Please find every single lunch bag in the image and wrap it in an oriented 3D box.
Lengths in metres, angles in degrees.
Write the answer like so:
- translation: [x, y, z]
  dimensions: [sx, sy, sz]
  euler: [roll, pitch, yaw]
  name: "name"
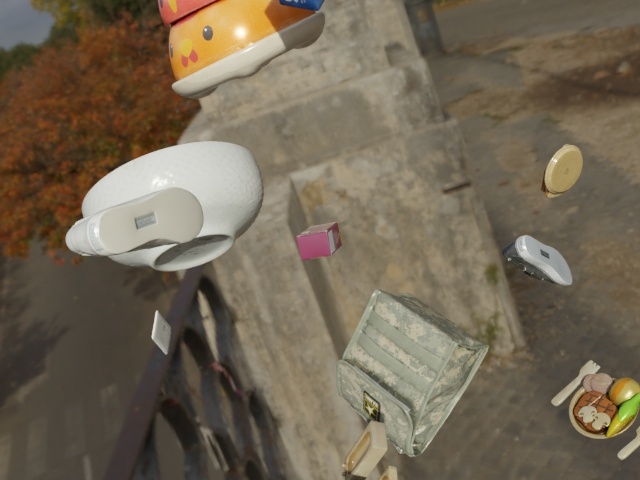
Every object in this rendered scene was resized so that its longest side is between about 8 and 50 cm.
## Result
- translation: [0.170, 0.281, 1.740]
  dimensions: [0.235, 0.287, 0.169]
  euler: [35, 15, 38]
  name: "lunch bag"

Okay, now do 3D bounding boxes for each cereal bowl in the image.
- translation: [-0.256, -0.038, 1.520]
  dimensions: [0.339, 0.141, 0.339]
  euler: [-19, -17, -6]
  name: "cereal bowl"

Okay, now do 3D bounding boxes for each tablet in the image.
- translation: [-0.283, 0.165, 1.476]
  dimensions: [0.006, 0.083, 0.054]
  euler: [-1, 62, 8]
  name: "tablet"

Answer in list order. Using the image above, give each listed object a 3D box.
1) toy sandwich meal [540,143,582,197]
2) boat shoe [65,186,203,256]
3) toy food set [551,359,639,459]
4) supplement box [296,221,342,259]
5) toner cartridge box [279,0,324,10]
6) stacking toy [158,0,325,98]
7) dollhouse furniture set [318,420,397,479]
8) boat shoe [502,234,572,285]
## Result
- translation: [0.360, -0.107, 1.241]
  dimensions: [0.085, 0.086, 0.029]
  euler: [-27, 37, -22]
  name: "toy sandwich meal"
- translation: [-0.200, -0.015, 0.906]
  dimensions: [0.063, 0.066, 0.184]
  euler: [-7, 12, 29]
  name: "boat shoe"
- translation: [0.498, 0.287, 1.452]
  dimensions: [0.132, 0.038, 0.192]
  euler: [-43, 34, -6]
  name: "toy food set"
- translation: [0.000, 0.000, 1.372]
  dimensions: [0.055, 0.043, 0.083]
  euler: [-9, 9, 17]
  name: "supplement box"
- translation: [-0.043, -0.509, 1.175]
  dimensions: [0.075, 0.348, 0.165]
  euler: [16, 70, 22]
  name: "toner cartridge box"
- translation: [-0.235, -0.561, 1.670]
  dimensions: [0.350, 0.480, 0.350]
  euler: [-25, 13, 6]
  name: "stacking toy"
- translation: [0.030, 0.350, 1.247]
  dimensions: [0.123, 0.144, 0.151]
  euler: [15, 40, -14]
  name: "dollhouse furniture set"
- translation: [0.506, 0.057, 1.934]
  dimensions: [0.076, 0.080, 0.228]
  euler: [-25, -34, 37]
  name: "boat shoe"
